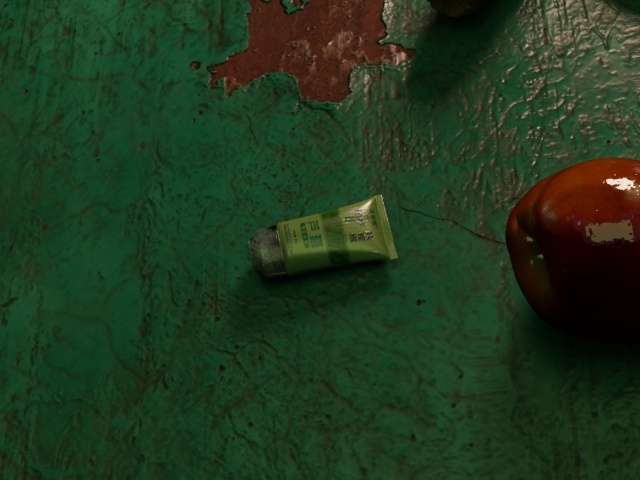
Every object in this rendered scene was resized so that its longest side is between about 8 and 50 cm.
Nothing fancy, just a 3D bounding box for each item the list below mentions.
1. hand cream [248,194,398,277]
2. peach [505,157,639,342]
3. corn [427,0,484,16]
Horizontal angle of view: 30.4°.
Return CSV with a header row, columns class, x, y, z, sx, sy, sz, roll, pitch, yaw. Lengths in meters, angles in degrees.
class,x,y,z,sx,sy,sz,roll,pitch,yaw
hand cream,0.000,0.000,1.447,0.175,0.046,0.095,-13,58,2
peach,0.329,0.007,1.298,0.243,0.199,0.243,3,23,-1
corn,0.252,-0.451,1.600,0.120,0.120,0.363,29,69,23
